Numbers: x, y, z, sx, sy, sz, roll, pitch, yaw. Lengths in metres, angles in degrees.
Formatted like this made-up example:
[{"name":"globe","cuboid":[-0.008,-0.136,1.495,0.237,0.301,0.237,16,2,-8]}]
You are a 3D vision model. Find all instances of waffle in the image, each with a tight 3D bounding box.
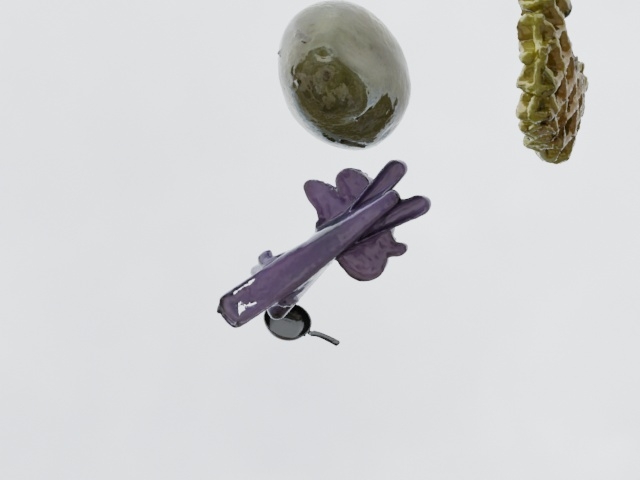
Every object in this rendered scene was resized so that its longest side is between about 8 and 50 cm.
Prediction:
[{"name":"waffle","cuboid":[0.221,-0.157,1.468,0.051,0.149,0.194,5,-17,22]}]

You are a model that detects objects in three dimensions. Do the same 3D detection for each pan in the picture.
[{"name":"pan","cuboid":[-0.027,0.126,2.166,0.115,0.068,0.023,26,-46,14]}]

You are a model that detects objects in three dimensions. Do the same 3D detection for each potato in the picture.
[{"name":"potato","cuboid":[0.026,-0.201,1.901,0.160,0.178,0.235,-48,-9,16]}]

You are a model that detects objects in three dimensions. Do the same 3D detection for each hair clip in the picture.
[{"name":"hair clip","cuboid":[0.003,0.001,1.777,0.278,0.137,0.090,-35,-9,18]}]
